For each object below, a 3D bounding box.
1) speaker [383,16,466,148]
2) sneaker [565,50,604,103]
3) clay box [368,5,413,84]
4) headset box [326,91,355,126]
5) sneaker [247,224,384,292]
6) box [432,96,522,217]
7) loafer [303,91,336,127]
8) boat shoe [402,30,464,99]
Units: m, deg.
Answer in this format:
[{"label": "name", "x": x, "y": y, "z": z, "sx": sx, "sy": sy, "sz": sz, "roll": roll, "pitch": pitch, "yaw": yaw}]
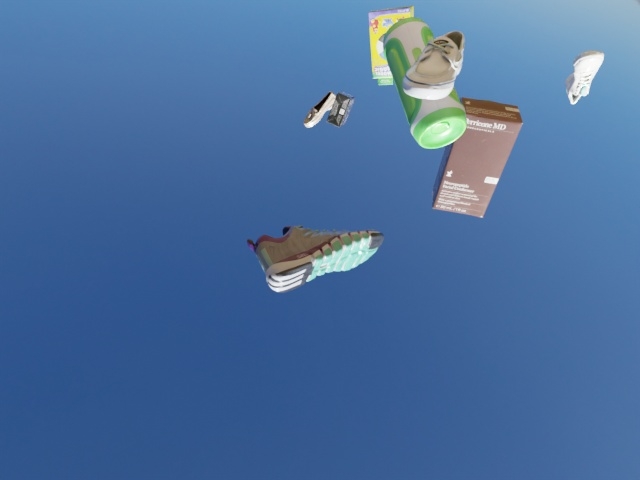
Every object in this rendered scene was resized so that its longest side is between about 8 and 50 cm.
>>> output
[{"label": "speaker", "x": 0.235, "y": -0.364, "z": 1.018, "sx": 0.131, "sy": 0.131, "sz": 0.296, "roll": -2, "pitch": -115, "yaw": -25}, {"label": "sneaker", "x": 0.815, "y": -0.498, "z": 1.367, "sx": 0.080, "sy": 0.212, "sz": 0.094, "roll": 3, "pitch": -100, "yaw": 17}, {"label": "clay box", "x": 0.221, "y": -0.589, "z": 1.359, "sx": 0.127, "sy": 0.222, "sz": 0.053, "roll": 5, "pitch": -147, "yaw": 23}, {"label": "headset box", "x": 0.044, "y": -0.273, "z": 0.919, "sx": 0.032, "sy": 0.062, "sz": 0.083, "roll": 24, "pitch": -157, "yaw": 1}, {"label": "sneaker", "x": 0.000, "y": 0.000, "z": 0.694, "sx": 0.224, "sy": 0.083, "sz": 0.098, "roll": -16, "pitch": -123, "yaw": -37}, {"label": "box", "x": 0.524, "y": -0.276, "z": 1.523, "sx": 0.191, "sy": 0.381, "sz": 0.143, "roll": 10, "pitch": -140, "yaw": 5}, {"label": "loafer", "x": -0.006, "y": -0.386, "z": 1.294, "sx": 0.045, "sy": 0.125, "sz": 0.039, "roll": 55, "pitch": -171, "yaw": 34}, {"label": "boat shoe", "x": 0.195, "y": -0.305, "z": 0.749, "sx": 0.083, "sy": 0.076, "sz": 0.226, "roll": 15, "pitch": -142, "yaw": 15}]
